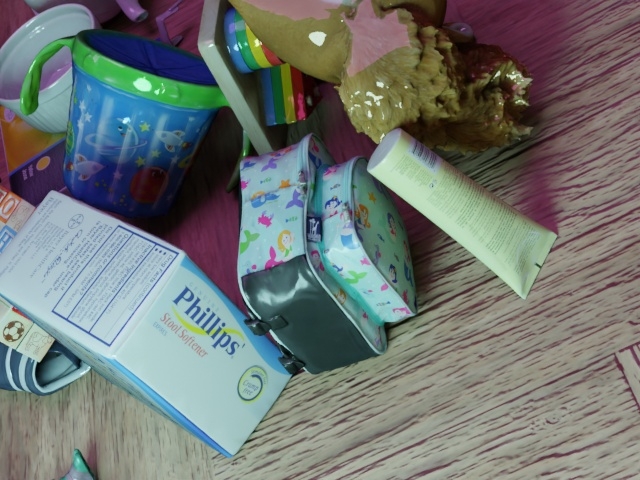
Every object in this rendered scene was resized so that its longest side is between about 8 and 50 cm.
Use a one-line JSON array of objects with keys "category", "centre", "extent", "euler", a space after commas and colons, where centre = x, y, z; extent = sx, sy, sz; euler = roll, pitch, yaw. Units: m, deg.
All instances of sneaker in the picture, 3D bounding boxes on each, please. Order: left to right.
[{"category": "sneaker", "centre": [-0.368, 0.092, 1.668], "extent": [0.153, 0.099, 0.282], "euler": [9, 66, 41]}]

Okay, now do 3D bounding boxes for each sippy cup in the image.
[{"category": "sippy cup", "centre": [-0.267, -0.161, 1.696], "extent": [0.305, 0.240, 0.224], "euler": [34, 113, 37]}]

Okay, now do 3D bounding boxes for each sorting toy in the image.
[{"category": "sorting toy", "centre": [-0.068, -0.279, 1.660], "extent": [0.089, 0.257, 0.255], "euler": [-9, 51, 17]}]

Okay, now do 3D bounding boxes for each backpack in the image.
[{"category": "backpack", "centre": [0.000, 0.000, 1.407], "extent": [0.191, 0.225, 0.253], "euler": [-24, 48, 14]}]

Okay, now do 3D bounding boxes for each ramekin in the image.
[{"category": "ramekin", "centre": [-0.419, -0.270, 1.895], "extent": [0.207, 0.109, 0.207], "euler": [-17, 49, 21]}]

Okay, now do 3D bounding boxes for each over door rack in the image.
[{"category": "over door rack", "centre": [-0.113, -0.456, 1.937], "extent": [0.239, 0.108, 0.324], "euler": [18, 67, 42]}]

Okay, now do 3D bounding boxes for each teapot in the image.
[{"category": "teapot", "centre": [-0.433, -0.461, 2.109], "extent": [0.252, 0.187, 0.256], "euler": [-11, 21, 2]}]

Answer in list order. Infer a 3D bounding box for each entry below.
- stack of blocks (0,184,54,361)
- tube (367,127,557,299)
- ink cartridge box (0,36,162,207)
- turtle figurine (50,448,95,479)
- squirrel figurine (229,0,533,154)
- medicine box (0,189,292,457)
[{"category": "stack of blocks", "centre": [-0.439, 0.026, 1.635], "extent": [0.297, 0.087, 0.171], "euler": [27, 82, 46]}, {"category": "tube", "centre": [0.162, -0.034, 1.343], "extent": [0.070, 0.240, 0.062], "euler": [-50, 15, 20]}, {"category": "ink cartridge box", "centre": [-0.378, -0.192, 1.930], "extent": [0.307, 0.072, 0.304], "euler": [-33, 44, 9]}, {"category": "turtle figurine", "centre": [-0.385, 0.359, 1.454], "extent": [0.234, 0.118, 0.175], "euler": [-27, 58, -9]}, {"category": "squirrel figurine", "centre": [0.088, -0.254, 1.508], "extent": [0.281, 0.370, 0.397], "euler": [-31, 73, 7]}, {"category": "medicine box", "centre": [-0.220, 0.100, 1.445], "extent": [0.289, 0.263, 0.149], "euler": [23, 71, 43]}]
